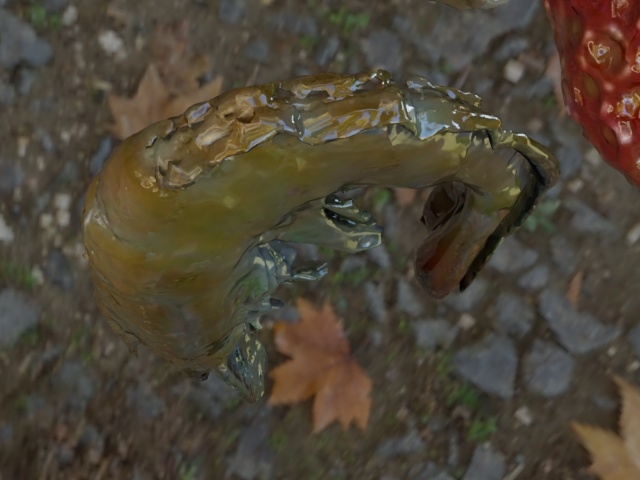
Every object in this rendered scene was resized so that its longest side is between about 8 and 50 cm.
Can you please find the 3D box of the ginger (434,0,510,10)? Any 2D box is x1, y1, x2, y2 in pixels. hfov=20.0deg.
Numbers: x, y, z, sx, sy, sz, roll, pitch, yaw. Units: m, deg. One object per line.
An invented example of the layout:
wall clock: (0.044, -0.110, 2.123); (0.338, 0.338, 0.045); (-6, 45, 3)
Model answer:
ginger: (0.073, -0.096, 0.215); (0.084, 0.290, 0.122); (-17, 93, -28)

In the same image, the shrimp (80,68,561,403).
shrimp: (0.000, -0.001, 0.660); (0.173, 0.253, 0.058); (-12, 71, 1)

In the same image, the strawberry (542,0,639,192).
strawberry: (0.260, -0.115, 0.842); (0.312, 0.267, 0.351); (-13, 104, 5)
